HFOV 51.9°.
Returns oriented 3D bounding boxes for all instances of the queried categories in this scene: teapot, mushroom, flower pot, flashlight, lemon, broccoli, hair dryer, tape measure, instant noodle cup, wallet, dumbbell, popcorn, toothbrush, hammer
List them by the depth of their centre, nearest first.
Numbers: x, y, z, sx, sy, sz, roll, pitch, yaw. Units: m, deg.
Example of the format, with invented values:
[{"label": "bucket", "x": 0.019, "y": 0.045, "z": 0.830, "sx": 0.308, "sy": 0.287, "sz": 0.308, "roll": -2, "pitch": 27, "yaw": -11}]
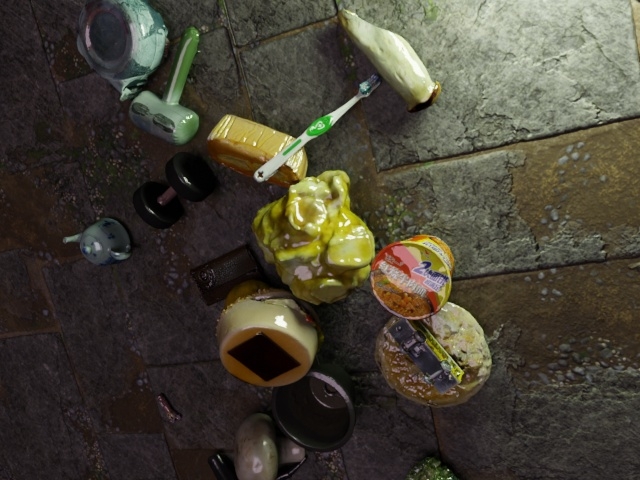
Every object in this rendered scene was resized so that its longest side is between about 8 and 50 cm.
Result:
[{"label": "mushroom", "x": 0.173, "y": -0.465, "z": 1.646, "sx": 0.107, "sy": 0.087, "sz": 0.333, "roll": -40, "pitch": 85, "yaw": 28}, {"label": "toothbrush", "x": -0.008, "y": -0.289, "z": 1.710, "sx": 0.418, "sy": 0.040, "sz": 0.042, "roll": -40, "pitch": 75, "yaw": 4}, {"label": "instant noodle cup", "x": 0.253, "y": 0.082, "z": 1.717, "sx": 0.213, "sy": 0.174, "sz": 0.213, "roll": 6, "pitch": 106, "yaw": 21}, {"label": "popcorn", "x": -0.002, "y": 0.003, "z": 1.770, "sx": 0.292, "sy": 0.293, "sz": 0.334, "roll": -27, "pitch": 83, "yaw": -16}, {"label": "broccoli", "x": 0.322, "y": 0.750, "z": 1.884, "sx": 0.198, "sy": 0.176, "sz": 0.226, "roll": 4, "pitch": 121, "yaw": 18}, {"label": "hammer", "x": -0.418, "y": -0.453, "z": 1.898, "sx": 0.206, "sy": 0.119, "sz": 0.335, "roll": 28, "pitch": 107, "yaw": 14}, {"label": "tape measure", "x": -0.573, "y": -0.583, "z": 1.901, "sx": 0.256, "sy": 0.147, "sz": 0.275, "roll": 44, "pitch": 121, "yaw": 9}, {"label": "flower pot", "x": 0.004, "y": 0.467, "z": 1.944, "sx": 0.269, "sy": 0.166, "sz": 0.269, "roll": 8, "pitch": 111, "yaw": 22}, {"label": "lemon", "x": -0.205, "y": 0.213, "z": 1.957, "sx": 0.170, "sy": 0.170, "sz": 0.207, "roll": 28, "pitch": 132, "yaw": 14}, {"label": "dumbbell", "x": -0.439, "y": -0.146, "z": 1.964, "sx": 0.218, "sy": 0.152, "sz": 0.152, "roll": -35, "pitch": 89, "yaw": 28}, {"label": "wallet", "x": -0.290, "y": 0.110, "z": 2.037, "sx": 0.243, "sy": 0.039, "sz": 0.133, "roll": -23, "pitch": 98, "yaw": 29}, {"label": "mushroom", "x": -0.157, "y": 0.665, "z": 2.059, "sx": 0.244, "sy": 0.243, "sz": 0.243, "roll": 7, "pitch": 107, "yaw": 22}, {"label": "teapot", "x": -0.712, "y": 0.016, "z": 2.133, "sx": 0.232, "sy": 0.159, "sz": 0.159, "roll": 16, "pitch": 111, "yaw": 19}, {"label": "hair dryer", "x": -0.189, "y": 0.777, "z": 2.177, "sx": 0.359, "sy": 0.120, "sz": 0.303, "roll": -40, "pitch": 73, "yaw": 17}, {"label": "flashlight", "x": -0.532, "y": 0.584, "z": 2.283, "sx": 0.052, "sy": 0.031, "sz": 0.110, "roll": -34, "pitch": 90, "yaw": 28}]

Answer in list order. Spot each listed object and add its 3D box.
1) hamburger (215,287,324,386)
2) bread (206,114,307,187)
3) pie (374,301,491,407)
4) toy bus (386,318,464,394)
[{"label": "hamburger", "x": -0.140, "y": 0.266, "z": 1.800, "sx": 0.302, "sy": 0.170, "sz": 0.302, "roll": 2, "pitch": 129, "yaw": 2}, {"label": "bread", "x": -0.171, "y": -0.242, "z": 1.825, "sx": 0.288, "sy": 0.152, "sz": 0.119, "roll": 22, "pitch": 75, "yaw": 15}, {"label": "pie", "x": 0.305, "y": 0.319, "z": 1.818, "sx": 0.339, "sy": 0.077, "sz": 0.339, "roll": 6, "pitch": 107, "yaw": 21}, {"label": "toy bus", "x": 0.276, "y": 0.298, "z": 1.741, "sx": 0.226, "sy": 0.074, "sz": 0.081, "roll": 48, "pitch": 116, "yaw": 6}]
